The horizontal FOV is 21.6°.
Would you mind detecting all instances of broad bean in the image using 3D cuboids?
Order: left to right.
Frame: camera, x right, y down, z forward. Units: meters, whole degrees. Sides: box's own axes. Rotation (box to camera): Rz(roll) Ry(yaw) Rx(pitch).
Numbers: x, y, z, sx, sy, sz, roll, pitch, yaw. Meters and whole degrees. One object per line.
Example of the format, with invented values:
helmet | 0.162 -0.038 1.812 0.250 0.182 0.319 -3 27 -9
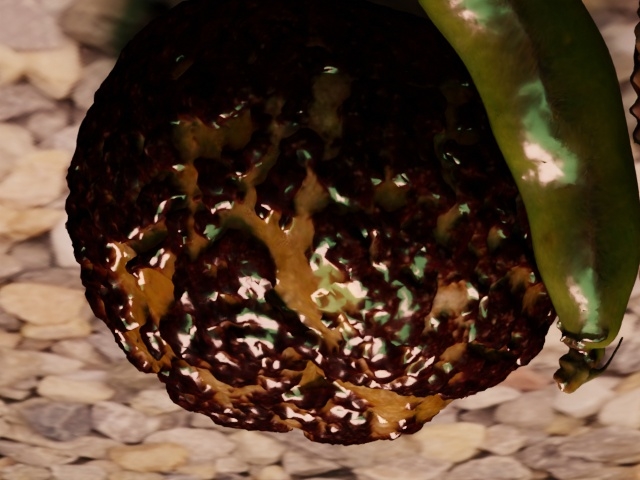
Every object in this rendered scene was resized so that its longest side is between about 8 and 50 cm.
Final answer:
broad bean | 0.080 -0.064 0.648 0.065 0.046 0.254 -22 103 1

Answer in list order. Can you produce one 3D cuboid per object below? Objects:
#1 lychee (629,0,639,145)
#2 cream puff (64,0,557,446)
lychee | 0.207 -0.043 0.642 0.197 0.165 0.165 40 166 34
cream puff | 0.000 0.000 0.759 0.239 0.164 0.239 5 151 3
